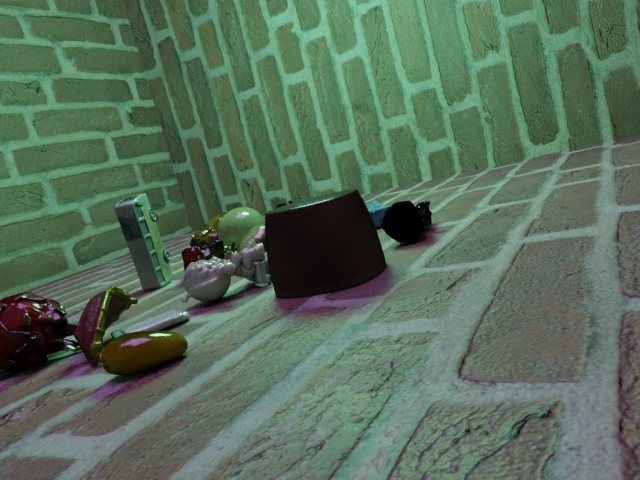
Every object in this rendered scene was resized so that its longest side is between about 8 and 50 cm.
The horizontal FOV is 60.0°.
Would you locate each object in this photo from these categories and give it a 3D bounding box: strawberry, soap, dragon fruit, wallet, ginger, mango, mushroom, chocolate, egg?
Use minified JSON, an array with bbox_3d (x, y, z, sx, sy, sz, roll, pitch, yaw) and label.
[{"bbox_3d":[-0.404,0.080,1.981,0.188,0.106,0.286,6,-19,-33],"label":"strawberry"},{"bbox_3d":[0.130,-0.079,2.090,0.293,0.077,0.156,-17,19,-14],"label":"soap"},{"bbox_3d":[-0.710,0.219,1.343,0.274,0.193,0.192,-14,-18,3],"label":"dragon fruit"},{"bbox_3d":[-0.422,0.209,1.378,0.183,0.031,0.124,-21,8,-29],"label":"wallet"},{"bbox_3d":[-0.491,-0.029,2.709,0.274,0.152,0.357,-41,19,-25],"label":"ginger"},{"bbox_3d":[-0.339,0.213,1.074,0.161,0.076,0.103,-9,0,-18],"label":"mango"},{"bbox_3d":[-0.205,0.027,1.860,0.166,0.127,0.166,-42,20,19],"label":"mushroom"},{"bbox_3d":[0.296,-0.068,1.746,0.148,0.126,0.343,-51,-12,17],"label":"chocolate"},{"bbox_3d":[-0.341,-0.043,2.359,0.189,0.188,0.254,-22,1,-41],"label":"egg"}]

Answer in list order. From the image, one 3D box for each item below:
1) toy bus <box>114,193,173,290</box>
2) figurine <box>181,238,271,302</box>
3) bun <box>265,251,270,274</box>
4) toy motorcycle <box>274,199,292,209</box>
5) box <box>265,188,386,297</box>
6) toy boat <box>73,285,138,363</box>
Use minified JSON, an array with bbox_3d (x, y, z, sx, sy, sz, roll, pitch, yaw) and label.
[{"bbox_3d":[-0.642,0.007,2.021,0.097,0.342,0.138,-12,12,14],"label":"toy bus"},{"bbox_3d":[-0.277,0.099,1.555,0.257,0.144,0.182,-16,28,-25],"label":"figurine"},{"bbox_3d":[-0.111,0.060,1.661,0.141,0.083,0.141,-23,11,5],"label":"bun"},{"bbox_3d":[-0.094,-0.054,1.983,0.124,0.187,0.274,-56,3,13],"label":"toy motorcycle"},{"bbox_3d":[0.000,0.000,1.413,0.301,0.216,0.301,-16,7,2],"label":"box"},{"bbox_3d":[-0.517,0.192,1.319,0.099,0.141,0.318,14,15,-10],"label":"toy boat"}]
